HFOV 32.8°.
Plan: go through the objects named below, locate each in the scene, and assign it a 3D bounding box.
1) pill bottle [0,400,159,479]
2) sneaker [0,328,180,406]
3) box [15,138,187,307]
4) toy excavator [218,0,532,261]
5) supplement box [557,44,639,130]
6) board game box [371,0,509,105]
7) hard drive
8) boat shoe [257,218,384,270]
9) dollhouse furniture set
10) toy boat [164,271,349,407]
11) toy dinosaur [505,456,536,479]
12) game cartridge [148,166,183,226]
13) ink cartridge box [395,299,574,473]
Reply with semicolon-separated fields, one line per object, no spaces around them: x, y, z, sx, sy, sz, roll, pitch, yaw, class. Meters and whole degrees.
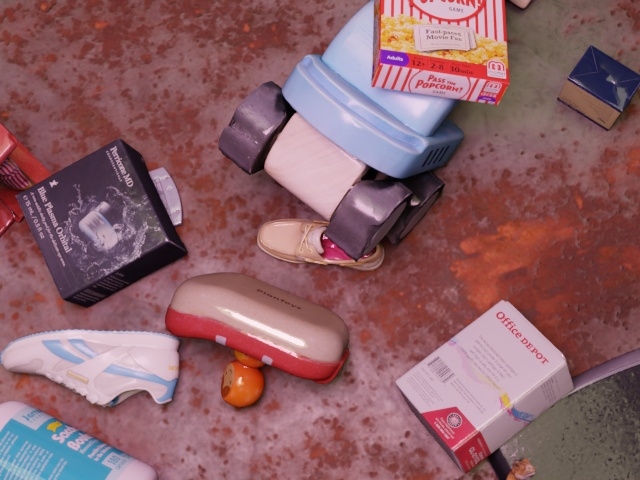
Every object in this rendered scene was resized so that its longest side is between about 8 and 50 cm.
-0.341;0.288;1.313;0.264;0.146;0.146;25;79;7;pill bottle
-0.293;0.162;1.372;0.228;0.087;0.092;0;78;4;sneaker
-0.281;-0.021;1.400;0.158;0.093;0.156;-28;77;3;box
0.140;-0.230;1.356;0.222;0.433;0.445;40;110;10;toy excavator
0.367;-0.199;1.427;0.083;0.083;0.056;35;81;9;supplement box
0.134;-0.251;1.229;0.146;0.045;0.194;7;60;-8;board game box
0.342;0.252;1.341;0.254;0.054;0.172;-27;77;-4;hard drive
0.000;0.000;1.410;0.170;0.059;0.063;7;78;4;boat shoe
-0.535;-0.166;1.397;0.374;0.201;0.152;44;82;10;dollhouse furniture set
-0.087;0.136;1.352;0.231;0.151;0.151;22;101;7;toy boat
0.202;0.351;1.314;0.211;0.064;0.112;-48;63;17;toy dinosaur
-0.216;-0.053;1.454;0.056;0.017;0.083;-19;77;2;game cartridge
0.202;0.177;1.330;0.175;0.072;0.127;-36;48;-6;ink cartridge box
